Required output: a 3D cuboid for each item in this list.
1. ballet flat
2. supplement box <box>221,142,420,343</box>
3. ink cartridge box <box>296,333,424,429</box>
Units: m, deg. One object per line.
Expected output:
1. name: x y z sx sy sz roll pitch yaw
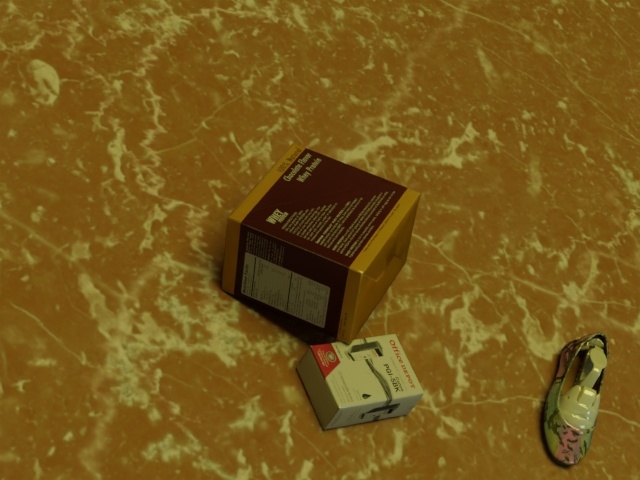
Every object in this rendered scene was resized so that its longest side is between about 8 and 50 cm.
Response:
1. ballet flat: 0.363 0.209 1.874 0.077 0.079 0.221 29 45 -5
2. supplement box: 0.000 0.000 1.780 0.194 0.129 0.191 22 43 15
3. ink cartridge box: 0.052 0.181 1.743 0.135 0.056 0.099 -6 56 -32
